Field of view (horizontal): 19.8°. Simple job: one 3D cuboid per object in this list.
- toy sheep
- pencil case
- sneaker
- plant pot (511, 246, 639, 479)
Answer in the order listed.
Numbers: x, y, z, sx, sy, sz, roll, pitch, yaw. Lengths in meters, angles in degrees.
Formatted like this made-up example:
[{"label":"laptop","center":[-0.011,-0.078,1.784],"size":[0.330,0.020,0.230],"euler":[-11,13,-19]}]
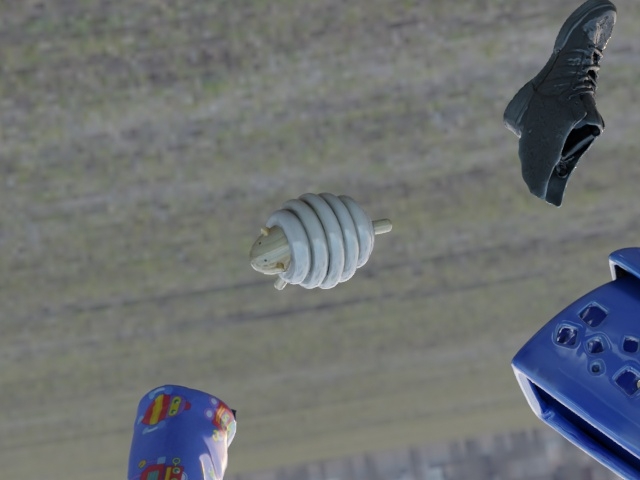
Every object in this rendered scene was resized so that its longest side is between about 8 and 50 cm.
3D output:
[{"label":"toy sheep","center":[0.000,0.000,1.547],"size":[0.132,0.091,0.091],"euler":[-19,176,-26]},{"label":"pencil case","center":[-0.172,0.315,2.139],"size":[0.119,0.306,0.133],"euler":[-5,136,12]},{"label":"sneaker","center":[0.220,-0.120,1.578],"size":[0.051,0.089,0.170],"euler":[24,106,-49]},{"label":"plant pot","center":[0.384,0.156,2.120],"size":[0.212,0.236,0.236],"euler":[-52,157,-8]}]
